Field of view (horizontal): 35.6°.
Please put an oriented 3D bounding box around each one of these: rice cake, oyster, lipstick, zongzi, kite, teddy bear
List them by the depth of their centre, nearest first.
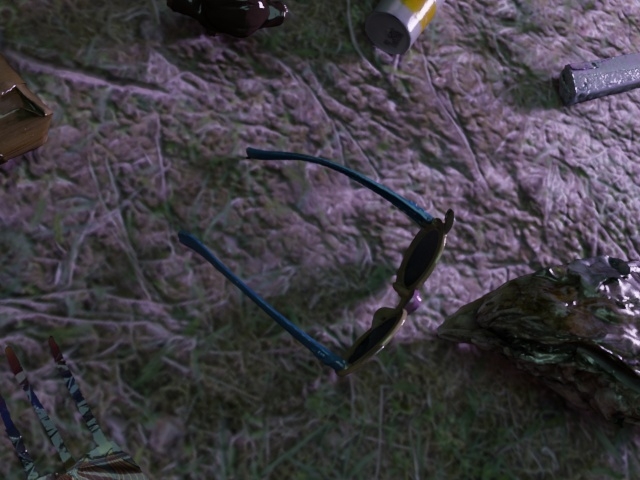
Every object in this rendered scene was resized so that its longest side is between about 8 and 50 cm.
[{"bbox_3d":[-0.196,0.185,0.812,0.127,0.016,0.229,-22,83,-31],"label":"kite"},{"bbox_3d":[-0.338,-0.110,0.834,0.176,0.078,0.160,-36,81,-26],"label":"zongzi"},{"bbox_3d":[-0.095,-0.232,0.973,0.119,0.077,0.160,6,29,-18],"label":"teddy bear"},{"bbox_3d":[0.289,0.100,0.981,0.351,0.158,0.162,8,25,-11],"label":"oyster"},{"bbox_3d":[0.136,-0.312,1.111,0.059,0.059,0.264,38,61,-5],"label":"lipstick"},{"bbox_3d":[0.366,-0.199,1.174,0.211,0.034,0.043,-15,80,-26],"label":"rice cake"}]

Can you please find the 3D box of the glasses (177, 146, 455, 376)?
[{"bbox_3d":[-0.005,0.014,0.942,0.221,0.088,0.189,27,62,12],"label":"glasses"}]
